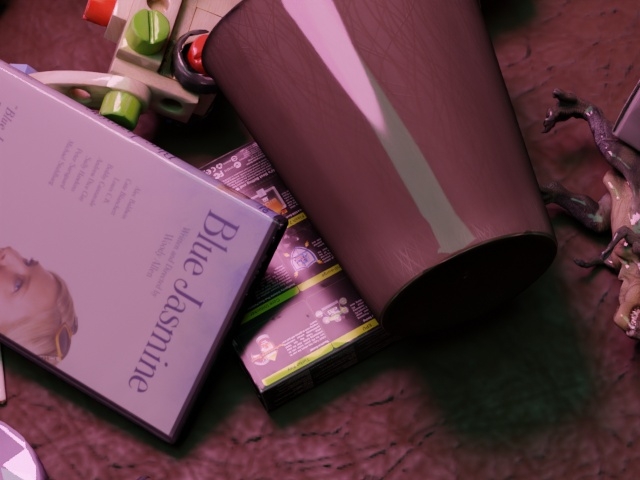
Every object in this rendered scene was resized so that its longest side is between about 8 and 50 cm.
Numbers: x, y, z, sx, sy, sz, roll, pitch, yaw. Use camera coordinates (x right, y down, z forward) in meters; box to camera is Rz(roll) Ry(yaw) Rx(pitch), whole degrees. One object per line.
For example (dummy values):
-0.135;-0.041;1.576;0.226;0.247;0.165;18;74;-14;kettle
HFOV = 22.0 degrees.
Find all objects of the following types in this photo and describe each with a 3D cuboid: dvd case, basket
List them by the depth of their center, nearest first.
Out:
0.056;-0.064;1.110;0.204;0.154;0.227;-18;66;-16;basket
-0.167;0.006;1.155;0.253;0.022;0.180;29;103;13;dvd case

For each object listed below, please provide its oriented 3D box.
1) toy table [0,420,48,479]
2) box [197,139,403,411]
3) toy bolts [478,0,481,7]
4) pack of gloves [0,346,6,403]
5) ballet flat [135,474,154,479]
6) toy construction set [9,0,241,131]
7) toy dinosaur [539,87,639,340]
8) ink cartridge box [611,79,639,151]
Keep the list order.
-0.331;0.182;1.078;0.274;0.161;0.252;-34;64;-8;toy table
0.000;0.000;1.188;0.191;0.045;0.184;-29;66;-8;box
0.044;-0.245;1.263;0.228;0.218;0.158;22;92;-6;toy bolts
-0.337;0.022;1.223;0.195;0.046;0.232;-10;63;4;pack of gloves
-0.154;0.248;1.072;0.074;0.074;0.203;5;67;10;ballet flat
-0.162;-0.194;1.245;0.215;0.151;0.327;20;75;-11;toy construction set
0.210;-0.046;1.174;0.118;0.064;0.268;15;63;3;toy dinosaur
0.303;-0.116;1.156;0.127;0.072;0.175;34;62;8;ink cartridge box
